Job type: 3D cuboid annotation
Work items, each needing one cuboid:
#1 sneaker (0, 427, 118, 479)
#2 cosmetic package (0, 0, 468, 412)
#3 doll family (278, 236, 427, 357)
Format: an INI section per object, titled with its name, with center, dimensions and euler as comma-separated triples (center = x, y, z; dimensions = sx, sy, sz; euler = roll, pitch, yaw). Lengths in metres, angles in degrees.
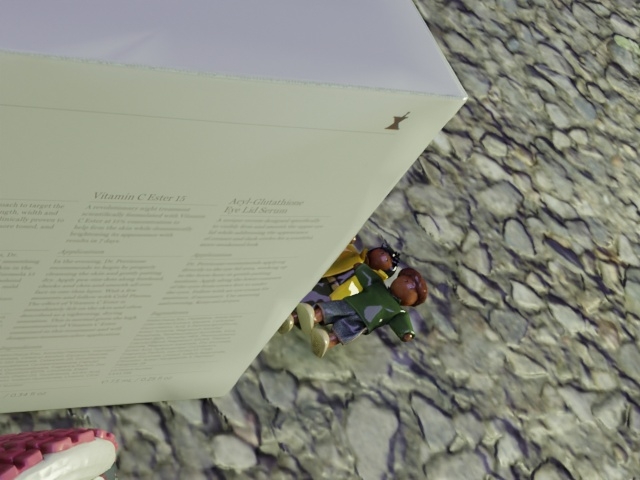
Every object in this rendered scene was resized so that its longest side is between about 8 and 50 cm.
[sneaker]
center = -0.191, 0.183, 0.642
dimensions = 0.299, 0.121, 0.112
euler = -44, 115, -52
[cosmetic package]
center = -0.153, -0.022, 0.714
dimensions = 0.377, 0.284, 0.097
euler = 1, 53, -39
[doll family]
center = 0.000, 0.000, 0.978
dimensions = 0.111, 0.076, 0.193
euler = -24, 74, -27
